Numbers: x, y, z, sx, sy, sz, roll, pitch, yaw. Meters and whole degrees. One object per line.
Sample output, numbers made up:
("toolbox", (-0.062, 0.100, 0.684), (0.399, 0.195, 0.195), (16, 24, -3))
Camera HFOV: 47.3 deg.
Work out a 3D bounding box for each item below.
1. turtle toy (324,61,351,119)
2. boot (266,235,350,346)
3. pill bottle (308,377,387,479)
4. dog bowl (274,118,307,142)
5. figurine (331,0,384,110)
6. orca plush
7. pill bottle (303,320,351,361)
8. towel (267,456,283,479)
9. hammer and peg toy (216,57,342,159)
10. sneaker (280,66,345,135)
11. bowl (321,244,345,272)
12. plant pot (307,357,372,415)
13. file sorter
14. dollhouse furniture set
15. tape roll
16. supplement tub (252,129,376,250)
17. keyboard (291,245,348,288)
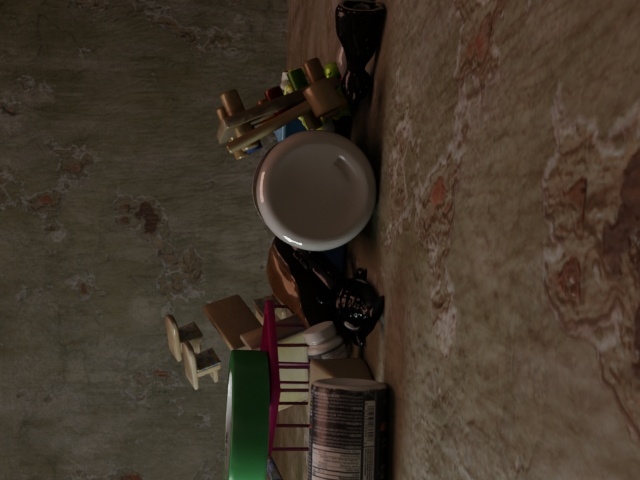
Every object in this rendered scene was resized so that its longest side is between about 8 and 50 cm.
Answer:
("turtle toy", (0.041, -0.337, 1.639), (0.130, 0.066, 0.095), (62, 168, 4))
("boot", (-0.031, 0.132, 1.645), (0.305, 0.112, 0.115), (60, 141, 25))
("pill bottle", (0.044, 0.358, 1.213), (0.130, 0.130, 0.246), (157, 116, -82))
("dog bowl", (-0.052, -0.249, 2.049), (0.074, 0.165, 0.298), (178, 95, -71))
("figurine", (0.065, -0.403, 1.496), (0.215, 0.092, 0.210), (-96, 7, -53))
("orca plush", (0.041, 0.136, 1.408), (0.287, 0.102, 0.151), (-121, 34, -76))
("pill bottle", (0.020, 0.235, 1.454), (0.078, 0.078, 0.137), (-155, 43, -82))
("towel", (-0.074, 0.565, 1.570), (0.209, 0.034, 0.285), (66, 170, -6))
("hammer and peg toy", (-0.095, -0.275, 1.512), (0.361, 0.265, 0.128), (-174, 62, -80))
("sneaker", (-0.019, -0.333, 1.848), (0.385, 0.147, 0.145), (-106, 22, -60))
("bowl", (0.000, 0.000, 1.861), (0.391, 0.077, 0.392), (-178, 90, -83))
("plant pot", (0.045, 0.284, 1.364), (0.096, 0.109, 0.109), (-172, 84, -69))
("file sorter", (-0.038, 0.305, 1.649), (0.291, 0.182, 0.202), (-100, 16, -55))
("dollhouse furniture set", (-0.197, 0.251, 2.021), (0.394, 0.361, 0.257), (44, 143, 45))
("tape roll", (-0.162, 0.398, 1.575), (0.321, 0.077, 0.322), (-178, 90, -81))
("supplement tub", (-0.023, -0.104, 1.492), (0.316, 0.228, 0.229), (-145, 58, -81))
("keyboard", (-0.007, 0.046, 1.575), (0.180, 0.108, 0.023), (45, 115, 39))
